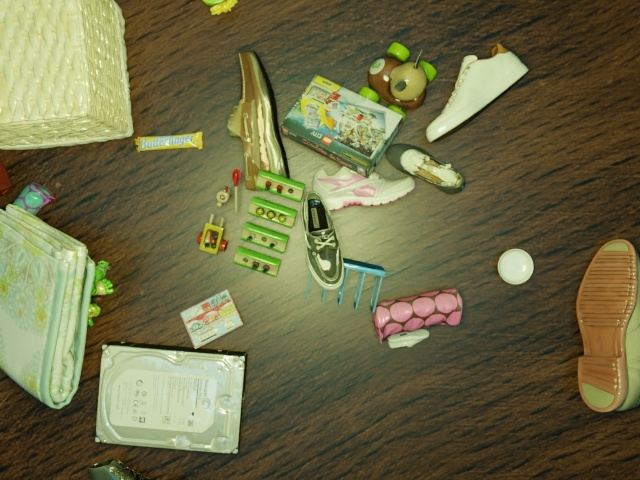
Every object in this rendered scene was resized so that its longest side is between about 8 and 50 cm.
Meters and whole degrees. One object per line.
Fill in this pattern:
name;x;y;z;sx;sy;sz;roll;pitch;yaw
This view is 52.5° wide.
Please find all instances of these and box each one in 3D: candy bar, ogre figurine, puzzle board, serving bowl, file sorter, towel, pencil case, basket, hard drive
candy bar;-0.360;-0.234;1.546;0.161;0.018;0.040;-4;91;-1
ogre figurine;-0.552;0.146;1.503;0.097;0.118;0.197;43;92;-1
puzzle board;-0.259;0.185;1.541;0.128;0.011;0.096;-27;72;1
serving bowl;0.460;0.061;1.544;0.083;0.027;0.083;0;92;0
file sorter;0.053;0.096;1.502;0.170;0.118;0.104;13;94;0
towel;-0.636;0.138;1.426;0.320;0.090;0.374;24;107;31
pencil case;-0.698;-0.063;1.527;0.070;0.064;0.151;38;91;15
pencil case;0.227;0.176;1.515;0.209;0.095;0.098;-11;108;-2
basket;-0.618;-0.389;1.423;0.328;0.266;0.331;-6;89;1
hard drive;-0.351;0.370;1.536;0.339;0.064;0.236;6;91;-1

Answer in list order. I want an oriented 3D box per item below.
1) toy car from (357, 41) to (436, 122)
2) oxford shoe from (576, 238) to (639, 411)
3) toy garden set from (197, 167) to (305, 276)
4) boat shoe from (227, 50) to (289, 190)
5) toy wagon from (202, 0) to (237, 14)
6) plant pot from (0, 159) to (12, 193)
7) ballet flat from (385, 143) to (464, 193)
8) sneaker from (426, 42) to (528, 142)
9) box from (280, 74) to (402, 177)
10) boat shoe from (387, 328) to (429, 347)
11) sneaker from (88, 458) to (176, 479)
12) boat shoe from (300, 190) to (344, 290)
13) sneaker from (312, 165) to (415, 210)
toy car;0.180;-0.365;1.456;0.149;0.188;0.155;34;91;-1
oxford shoe;0.696;0.198;1.517;0.146;0.140;0.397;11;86;-31
toy garden set;-0.167;-0.045;1.488;0.204;0.049;0.244;19;114;0
boat shoe;-0.158;-0.269;1.495;0.120;0.122;0.324;-11;91;5
toy wagon;-0.298;-0.678;1.513;0.267;0.068;0.344;-28;92;1
plant pot;-0.860;-0.144;1.443;0.267;0.267;0.235;-40;104;1
ballet flat;0.249;-0.172;1.520;0.203;0.074;0.074;28;91;0
sneaker;0.336;-0.345;1.507;0.290;0.106;0.123;-39;87;-10
box;0.048;-0.263;1.483;0.233;0.044;0.159;29;74;14
boat shoe;0.211;0.237;1.549;0.100;0.035;0.035;-11;118;-3
sneaker;-0.439;0.570;1.529;0.222;0.083;0.118;-10;91;1
boat shoe;0.000;0.000;1.414;0.078;0.070;0.219;-14;75;-9
sneaker;0.092;-0.132;1.504;0.252;0.103;0.111;-6;93;0
